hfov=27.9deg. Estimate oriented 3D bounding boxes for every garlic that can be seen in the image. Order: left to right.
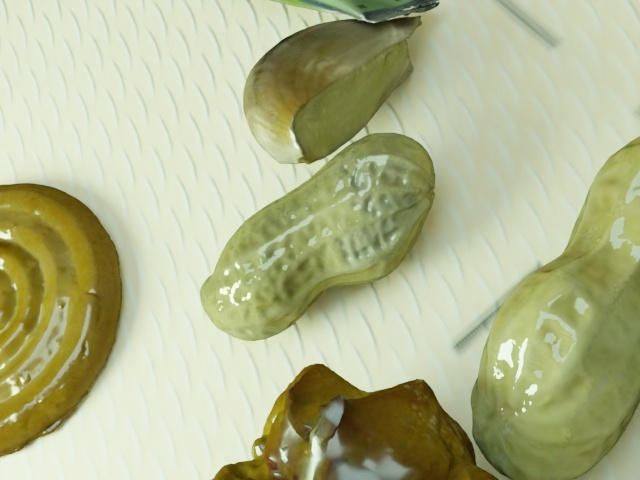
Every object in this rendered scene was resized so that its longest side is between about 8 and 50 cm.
[{"bbox_3d":[0.001,-0.124,1.048,0.101,0.087,0.195,8,36,37],"label":"garlic"}]

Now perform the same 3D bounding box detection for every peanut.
[{"bbox_3d":[0.000,0.000,1.004,0.214,0.090,0.098,-34,100,7],"label":"peanut"},{"bbox_3d":[0.190,0.039,0.884,0.111,0.125,0.274,20,74,48],"label":"peanut"}]

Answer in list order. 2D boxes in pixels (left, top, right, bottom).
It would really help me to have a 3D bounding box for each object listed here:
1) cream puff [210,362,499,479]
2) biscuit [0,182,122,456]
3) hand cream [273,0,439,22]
[{"bbox_3d":[0.024,0.208,0.862,0.241,0.155,0.269,-26,65,15],"label":"cream puff"},{"bbox_3d":[-0.291,0.064,1.124,0.262,0.037,0.262,-9,62,18],"label":"biscuit"},{"bbox_3d":[-0.013,-0.229,1.126,0.235,0.055,0.086,25,35,36],"label":"hand cream"}]
